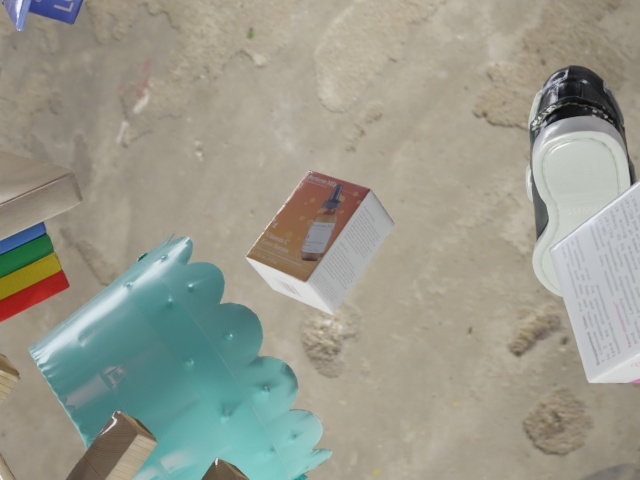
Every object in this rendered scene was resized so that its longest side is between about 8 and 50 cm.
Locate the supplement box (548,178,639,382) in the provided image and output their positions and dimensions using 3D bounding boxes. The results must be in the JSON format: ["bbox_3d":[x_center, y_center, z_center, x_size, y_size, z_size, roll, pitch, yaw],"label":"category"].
[{"bbox_3d":[0.270,0.006,0.645,0.220,0.111,0.113,-48,46,49],"label":"supplement box"}]

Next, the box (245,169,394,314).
[{"bbox_3d":[0.000,0.000,1.433,0.130,0.091,0.170,20,68,41],"label":"box"}]

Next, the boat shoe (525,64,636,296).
[{"bbox_3d":[0.260,-0.045,0.964,0.114,0.302,0.091,-1,57,11],"label":"boat shoe"}]

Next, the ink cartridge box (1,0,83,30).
[{"bbox_3d":[-0.197,-0.286,0.731,0.185,0.065,0.311,-63,32,22],"label":"ink cartridge box"}]

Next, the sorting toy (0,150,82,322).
[{"bbox_3d":[-0.333,0.022,0.717,0.256,0.257,0.089,15,127,48],"label":"sorting toy"}]

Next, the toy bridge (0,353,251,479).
[{"bbox_3d":[-0.106,0.114,0.475,0.026,0.188,0.063,31,83,45],"label":"toy bridge"}]

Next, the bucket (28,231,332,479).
[{"bbox_3d":[-0.141,0.153,0.963,0.183,0.281,0.281,-33,55,-14],"label":"bucket"}]
